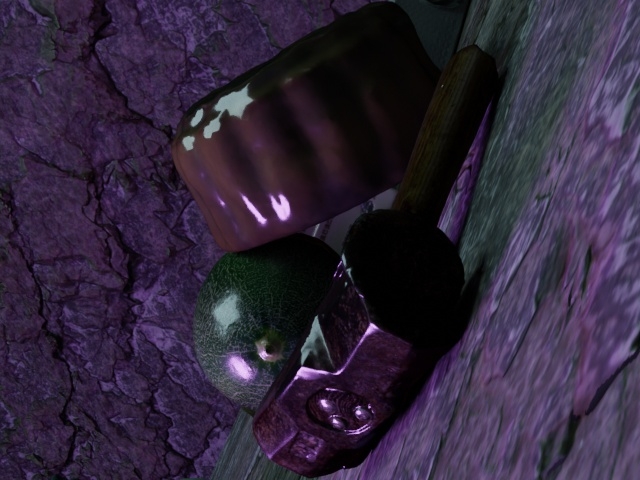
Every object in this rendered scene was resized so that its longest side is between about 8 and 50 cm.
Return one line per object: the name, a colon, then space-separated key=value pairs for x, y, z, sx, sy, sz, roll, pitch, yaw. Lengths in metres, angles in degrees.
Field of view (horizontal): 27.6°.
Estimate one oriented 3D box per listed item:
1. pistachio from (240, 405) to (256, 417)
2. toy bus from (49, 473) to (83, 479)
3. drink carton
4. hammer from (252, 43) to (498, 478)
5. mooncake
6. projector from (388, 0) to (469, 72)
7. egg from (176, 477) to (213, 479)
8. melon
pistachio: x=-0.036 y=0.130 z=1.549 sx=0.226 sy=0.136 sz=0.136 roll=-59 pitch=7 yaw=32
toy bus: x=-0.225 y=0.388 z=1.478 sx=0.138 sy=0.275 sz=0.167 roll=118 pitch=176 yaw=-66
drink carton: x=0.000 y=0.000 z=1.768 sx=0.324 sy=0.132 sz=0.194 roll=-164 pitch=95 yaw=-86
hammer: x=0.079 y=-0.019 z=1.029 sx=0.409 sy=0.095 sz=0.242 roll=-63 pitch=-1 yaw=-41
mooncake: x=-0.009 y=-0.114 z=1.290 sx=0.290 sy=0.161 sz=0.290 roll=-28 pitch=8 yaw=4
projector: x=0.106 y=-0.232 z=1.757 sx=0.250 sy=0.108 sz=0.198 roll=-70 pitch=5 yaw=-46
egg: x=-0.142 y=0.348 z=1.286 sx=0.168 sy=0.168 sz=0.231 roll=121 pitch=171 yaw=-73
melon: x=-0.041 y=0.084 z=1.330 sx=0.287 sy=0.182 sz=0.182 roll=-75 pitch=8 yaw=-78
